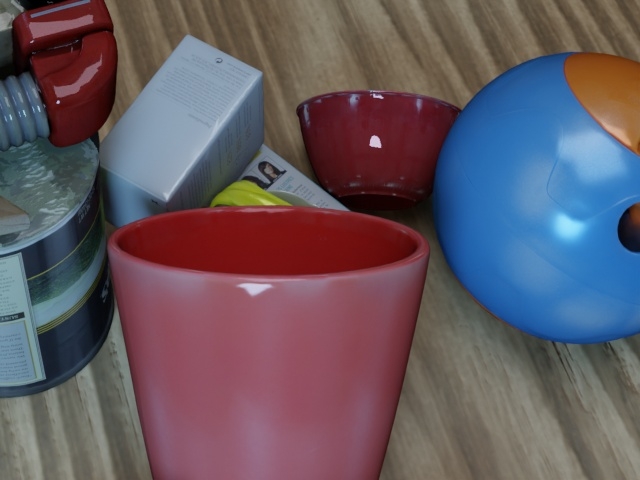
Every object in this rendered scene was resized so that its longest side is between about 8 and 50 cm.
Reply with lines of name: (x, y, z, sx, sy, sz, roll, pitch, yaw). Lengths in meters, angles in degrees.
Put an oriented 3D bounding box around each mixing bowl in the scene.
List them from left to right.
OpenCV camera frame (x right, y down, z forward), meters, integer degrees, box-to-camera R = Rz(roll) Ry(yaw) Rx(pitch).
mixing bowl: (0.062, -0.087, 1.306, 0.181, 0.181, 0.098, 3, 81, -5)

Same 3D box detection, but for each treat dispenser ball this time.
treat dispenser ball: (0.254, -0.041, 1.213, 0.288, 0.288, 0.288, 3, 58, -5)

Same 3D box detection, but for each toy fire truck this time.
toy fire truck: (-0.250, -0.099, 0.957, 0.217, 0.158, 0.246, -19, 74, -18)

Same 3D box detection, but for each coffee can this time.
coffee can: (-0.297, -0.004, 1.131, 0.201, 0.275, 0.202, 3, 58, -5)

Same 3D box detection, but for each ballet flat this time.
ballet flat: (0.000, 0.000, 1.216, 0.231, 0.077, 0.077, 24, 43, 10)

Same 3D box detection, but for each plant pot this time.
plant pot: (-0.046, 0.112, 1.073, 0.274, 0.243, 0.275, 1, 14, 0)

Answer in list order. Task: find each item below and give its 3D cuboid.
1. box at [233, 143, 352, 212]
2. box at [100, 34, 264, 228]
box: (-0.080, -0.047, 1.310, 0.244, 0.060, 0.100, 39, 62, 17)
box: (-0.137, -0.091, 1.219, 0.091, 0.130, 0.170, 29, 66, 12)
